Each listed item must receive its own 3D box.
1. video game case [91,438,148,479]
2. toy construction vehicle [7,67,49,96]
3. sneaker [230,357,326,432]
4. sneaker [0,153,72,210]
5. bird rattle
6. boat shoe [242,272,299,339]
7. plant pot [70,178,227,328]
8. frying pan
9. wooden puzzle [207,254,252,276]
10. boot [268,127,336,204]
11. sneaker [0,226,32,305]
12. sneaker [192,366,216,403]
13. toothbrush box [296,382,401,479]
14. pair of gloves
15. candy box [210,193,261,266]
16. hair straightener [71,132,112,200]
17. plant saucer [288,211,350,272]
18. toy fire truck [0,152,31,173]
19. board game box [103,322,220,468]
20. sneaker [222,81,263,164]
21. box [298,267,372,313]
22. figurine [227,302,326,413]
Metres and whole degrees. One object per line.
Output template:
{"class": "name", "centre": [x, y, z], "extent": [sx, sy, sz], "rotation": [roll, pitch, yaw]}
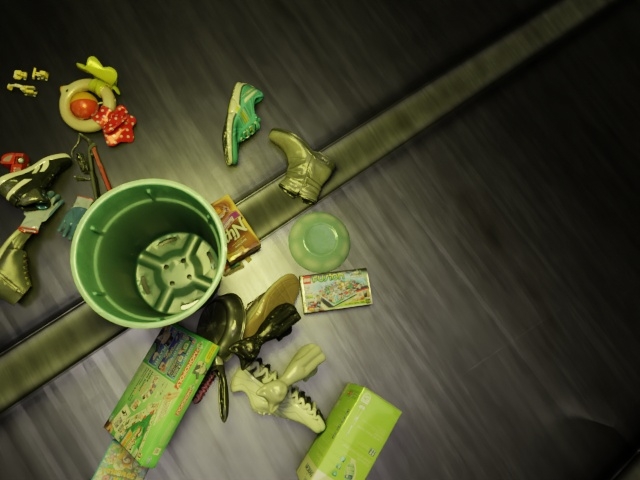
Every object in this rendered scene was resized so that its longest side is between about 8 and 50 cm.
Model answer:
{"class": "video game case", "centre": [-0.527, 0.622, 1.247], "extent": [0.119, 0.015, 0.167], "rotation": [25, 74, -2]}
{"class": "toy construction vehicle", "centre": [-0.885, -0.485, 1.455], "extent": [0.098, 0.035, 0.086], "rotation": [8, 75, -6]}
{"class": "sneaker", "centre": [-0.116, 0.437, 1.315], "extent": [0.292, 0.110, 0.118], "rotation": [35, 82, 10]}
{"class": "sneaker", "centre": [-0.771, -0.153, 1.349], "extent": [0.121, 0.079, 0.217], "rotation": [47, 49, 1]}
{"class": "bird rattle", "centre": [-0.672, -0.401, 1.446], "extent": [0.206, 0.143, 0.254], "rotation": [-13, 91, 0]}
{"class": "boat shoe", "centre": [-0.167, 0.202, 1.361], "extent": [0.285, 0.092, 0.103], "rotation": [-55, 128, -28]}
{"class": "plant pot", "centre": [-0.397, 0.058, 1.232], "extent": [0.340, 0.334, 0.342], "rotation": [1, 78, -6]}
{"class": "frying pan", "centre": [-0.286, 0.295, 1.280], "extent": [0.053, 0.197, 0.327], "rotation": [26, 68, -41]}
{"class": "wooden puzzle", "centre": [-0.269, 0.061, 1.423], "extent": [0.116, 0.014, 0.079], "rotation": [-33, 83, -14]}
{"class": "boot", "centre": [-0.086, -0.229, 1.491], "extent": [0.246, 0.083, 0.161], "rotation": [33, 80, 2]}
{"class": "sneaker", "centre": [-0.823, 0.063, 1.319], "extent": [0.118, 0.083, 0.222], "rotation": [35, 63, -21]}
{"class": "sneaker", "centre": [-0.327, 0.385, 1.323], "extent": [0.057, 0.047, 0.119], "rotation": [30, 72, 11]}
{"class": "toothbrush box", "centre": [0.068, 0.530, 1.258], "extent": [0.122, 0.206, 0.283], "rotation": [35, 73, 1]}
{"class": "pair of gloves", "centre": [-0.733, -0.072, 1.355], "extent": [0.198, 0.023, 0.160], "rotation": [12, 51, -12]}
{"class": "candy box", "centre": [-0.269, -0.031, 1.417], "extent": [0.109, 0.053, 0.187], "rotation": [-33, 78, -15]}
{"class": "hair straightener", "centre": [-0.683, -0.211, 1.411], "extent": [0.088, 0.047, 0.231], "rotation": [-22, 80, -13]}
{"class": "plant saucer", "centre": [0.000, 0.000, 1.466], "extent": [0.194, 0.037, 0.195], "rotation": [2, 75, -8]}
{"class": "toy fire truck", "centre": [-0.912, -0.158, 1.364], "extent": [0.135, 0.047, 0.192], "rotation": [1, 77, -9]}
{"class": "board game box", "centre": [-0.410, 0.379, 1.237], "extent": [0.213, 0.046, 0.318], "rotation": [13, 69, 42]}
{"class": "sneaker", "centre": [-0.241, -0.363, 1.490], "extent": [0.109, 0.107, 0.276], "rotation": [14, 75, -15]}
{"class": "box", "centre": [0.044, 0.150, 1.436], "extent": [0.206, 0.036, 0.114], "rotation": [-7, 77, -10]}
{"class": "figurine", "centre": [-0.112, 0.305, 1.246], "extent": [0.209, 0.092, 0.215], "rotation": [-34, 94, -42]}
